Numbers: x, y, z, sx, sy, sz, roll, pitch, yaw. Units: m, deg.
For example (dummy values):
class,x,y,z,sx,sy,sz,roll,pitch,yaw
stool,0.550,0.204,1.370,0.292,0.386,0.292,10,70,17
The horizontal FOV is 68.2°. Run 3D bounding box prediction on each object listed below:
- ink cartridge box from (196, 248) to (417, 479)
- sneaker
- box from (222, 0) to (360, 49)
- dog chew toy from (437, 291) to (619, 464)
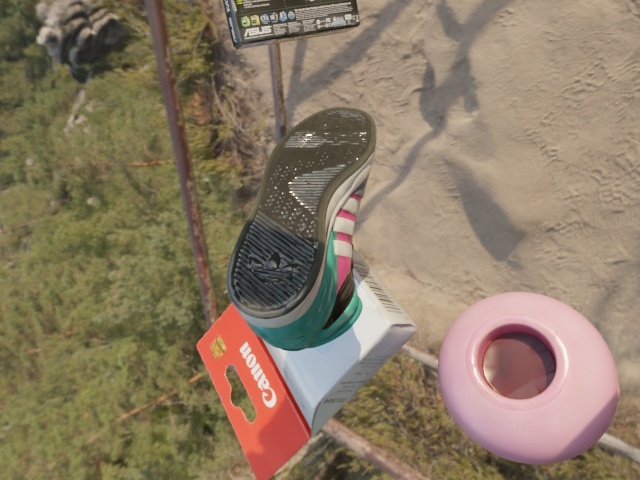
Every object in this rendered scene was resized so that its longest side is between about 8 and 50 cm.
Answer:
class,x,y,z,sx,sy,sz,roll,pitch,yaw
ink cartridge box,-0.076,0.153,0.768,0.385,0.091,0.308,-50,53,16
sneaker,0.000,0.000,0.538,0.124,0.295,0.178,12,145,15
box,-0.049,-0.376,0.654,0.045,0.191,0.184,19,126,64
dog chew toy,0.288,0.201,0.659,0.207,0.206,0.332,18,165,33
